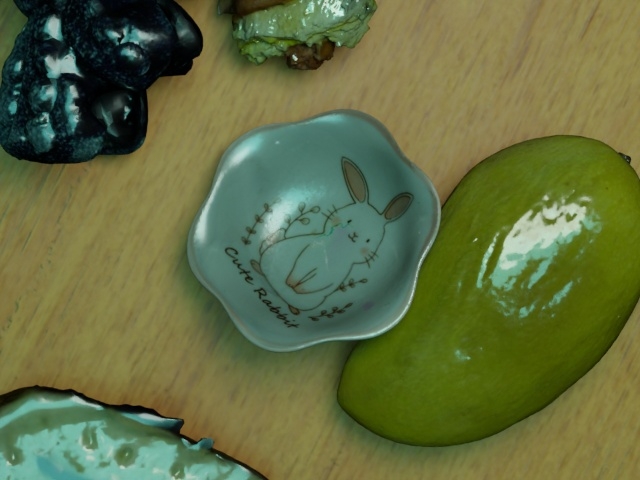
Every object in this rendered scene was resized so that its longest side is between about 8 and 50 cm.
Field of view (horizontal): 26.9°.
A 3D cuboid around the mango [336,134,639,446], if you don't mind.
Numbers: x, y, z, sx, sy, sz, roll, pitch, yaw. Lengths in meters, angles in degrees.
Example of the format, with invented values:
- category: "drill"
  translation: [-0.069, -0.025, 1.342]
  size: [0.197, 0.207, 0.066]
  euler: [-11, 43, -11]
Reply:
- category: "mango"
  translation: [0.170, 0.054, 1.193]
  size: [0.195, 0.142, 0.331]
  euler: [32, 96, -2]

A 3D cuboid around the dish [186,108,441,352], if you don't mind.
- category: "dish"
  translation: [0.000, 0.000, 1.192]
  size: [0.230, 0.081, 0.229]
  euler: [-4, 72, 13]

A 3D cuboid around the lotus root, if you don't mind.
- category: "lotus root"
  translation: [-0.201, 0.312, 1.182]
  size: [0.375, 0.111, 0.390]
  euler: [-22, 89, -5]

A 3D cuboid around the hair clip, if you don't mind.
- category: "hair clip"
  translation: [-0.210, -0.224, 1.130]
  size: [0.206, 0.194, 0.310]
  euler: [-20, 93, 19]

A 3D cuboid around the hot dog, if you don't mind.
- category: "hot dog"
  translation: [-0.022, -0.256, 1.194]
  size: [0.146, 0.103, 0.213]
  euler: [-5, 81, 17]
